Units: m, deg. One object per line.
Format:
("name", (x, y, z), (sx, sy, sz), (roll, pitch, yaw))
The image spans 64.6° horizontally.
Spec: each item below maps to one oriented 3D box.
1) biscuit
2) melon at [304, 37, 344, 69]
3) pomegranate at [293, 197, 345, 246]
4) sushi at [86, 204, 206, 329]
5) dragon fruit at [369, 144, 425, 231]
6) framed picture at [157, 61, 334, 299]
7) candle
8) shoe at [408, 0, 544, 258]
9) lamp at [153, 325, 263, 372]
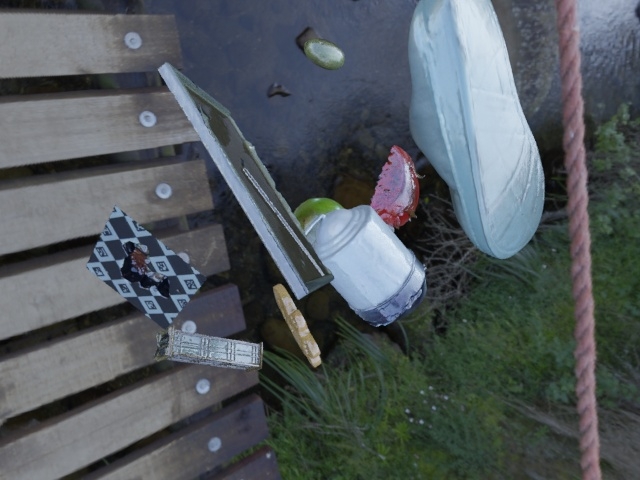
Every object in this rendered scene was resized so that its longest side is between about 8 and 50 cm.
("biscuit", (-0.100, 0.327, 1.989), (0.052, 0.355, 0.275), (-27, 155, -13))
("melon", (0.013, -0.688, 1.867), (0.162, 0.099, 0.099), (14, 93, -27))
("pomegranate", (-0.013, -0.007, 1.509), (0.190, 0.159, 0.240), (15, 102, 9))
("sushi", (-0.353, 0.053, 1.043), (0.220, 0.231, 0.047), (40, 40, -6))
("dragon fruit", (0.348, -0.205, 2.124), (0.282, 0.100, 0.343), (33, 70, -40))
("framed picture", (-0.072, -0.062, 0.600), (0.019, 0.209, 0.281), (-32, 83, 7))
("candle", (0.105, 0.042, 1.292), (0.221, 0.221, 0.342), (-47, 110, -16))
("shoe", (0.124, -0.099, 0.453), (0.103, 0.100, 0.251), (-35, 116, -31))
("lamp", (-0.328, 0.332, 1.524), (0.325, 0.089, 0.090), (19, 59, -38))
